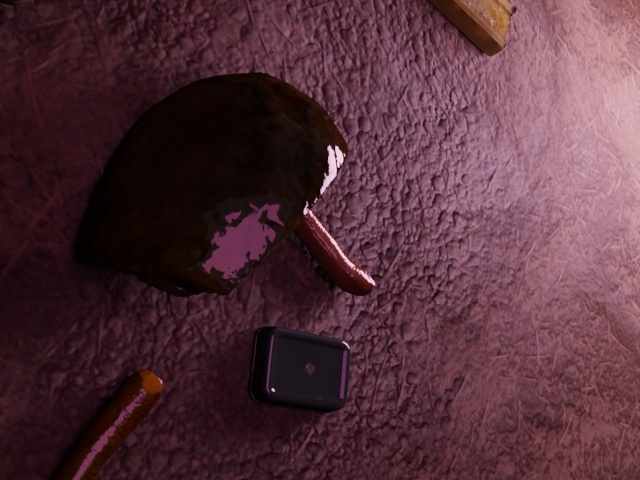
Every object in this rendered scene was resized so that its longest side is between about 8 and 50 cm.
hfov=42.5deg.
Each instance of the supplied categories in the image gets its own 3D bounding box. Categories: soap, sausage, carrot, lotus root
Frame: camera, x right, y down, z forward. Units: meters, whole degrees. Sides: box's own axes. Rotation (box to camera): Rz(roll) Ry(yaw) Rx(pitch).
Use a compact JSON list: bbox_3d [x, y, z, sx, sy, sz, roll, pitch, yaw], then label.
[{"bbox_3d":[0.195,-0.389,1.231,0.252,0.037,0.092,35,60,-26],"label":"soap"},{"bbox_3d":[0.000,0.000,0.998,0.186,0.043,0.043,52,55,-16],"label":"sausage"},{"bbox_3d":[-0.213,0.198,0.795,0.042,0.042,0.171,46,59,-21],"label":"carrot"},{"bbox_3d":[-0.100,-0.073,0.856,0.210,0.142,0.314,35,61,-12],"label":"lotus root"}]

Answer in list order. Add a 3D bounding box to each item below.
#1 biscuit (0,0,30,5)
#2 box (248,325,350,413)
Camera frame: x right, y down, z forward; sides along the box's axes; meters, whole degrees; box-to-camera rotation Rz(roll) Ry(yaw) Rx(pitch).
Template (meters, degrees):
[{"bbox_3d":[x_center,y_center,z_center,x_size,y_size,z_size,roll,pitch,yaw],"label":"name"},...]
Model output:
[{"bbox_3d":[-0.309,-0.382,0.724,0.236,0.062,0.291,27,93,-9],"label":"biscuit"},{"bbox_3d":[-0.020,0.150,0.955,0.126,0.031,0.091,17,70,-32],"label":"box"}]
